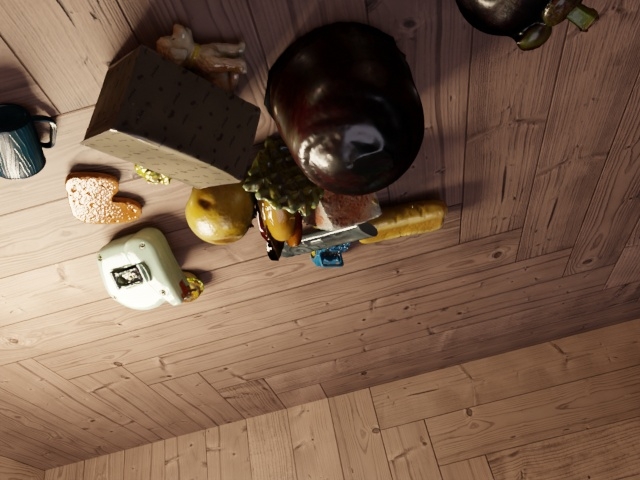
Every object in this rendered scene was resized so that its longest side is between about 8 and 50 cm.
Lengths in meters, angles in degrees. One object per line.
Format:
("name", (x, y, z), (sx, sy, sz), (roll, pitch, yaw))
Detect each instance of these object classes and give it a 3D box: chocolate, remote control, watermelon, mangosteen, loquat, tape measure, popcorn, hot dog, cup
("chocolate", (0.077, -0.270, 1.203), (0.384, 0.331, 0.383), (-10, 144, -8))
("remote control", (0.000, 0.000, 1.650), (0.377, 0.044, 0.107), (-15, 151, 39))
("watermelon", (0.048, -0.131, 1.476), (0.213, 0.201, 0.261), (-14, 135, -5))
("mangosteen", (0.418, -0.518, 1.010), (0.302, 0.275, 0.275), (39, 130, 1))
("loquat", (-0.271, -0.082, 1.434), (0.213, 0.213, 0.213), (-9, 143, -7))
("tape measure", (-0.544, 0.099, 1.574), (0.246, 0.125, 0.243), (-19, 107, 10))
("popcorn", (-0.424, -0.192, 1.327), (0.106, 0.116, 0.121), (-27, -176, 31))
("hot dog", (-0.091, -0.093, 1.471), (0.107, 0.194, 0.326), (11, 143, 19))
("cup", (-0.703, -0.240, 1.196), (0.113, 0.150, 0.138), (24, 138, 8))

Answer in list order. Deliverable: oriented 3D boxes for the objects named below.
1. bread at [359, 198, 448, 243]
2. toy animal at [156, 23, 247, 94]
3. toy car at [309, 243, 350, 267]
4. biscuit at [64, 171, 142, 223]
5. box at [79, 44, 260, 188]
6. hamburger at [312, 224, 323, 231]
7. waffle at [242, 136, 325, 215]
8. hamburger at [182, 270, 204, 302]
("bread", (0.269, -0.070, 1.713), (0.305, 0.091, 0.142), (-10, 145, -4))
("toy animal", (-0.278, -0.375, 1.146), (0.185, 0.104, 0.184), (3, 149, -28))
("toy car", (0.038, 0.038, 1.775), (0.097, 0.100, 0.191), (1, 145, -24))
("biscuit", (-0.597, -0.118, 1.428), (0.186, 0.036, 0.192), (-4, 142, -17))
("box", (-0.328, -0.255, 1.139), (0.297, 0.190, 0.225), (19, 170, -38))
("hamburger", (0.053, -0.067, 1.663), (0.176, 0.087, 0.102), (-9, 159, 4))
("waffle", (-0.079, -0.166, 1.341), (0.204, 0.223, 0.054), (26, 147, -8))
("hamburger", (-0.478, 0.167, 1.797), (0.141, 0.081, 0.126), (0, 141, -15))
